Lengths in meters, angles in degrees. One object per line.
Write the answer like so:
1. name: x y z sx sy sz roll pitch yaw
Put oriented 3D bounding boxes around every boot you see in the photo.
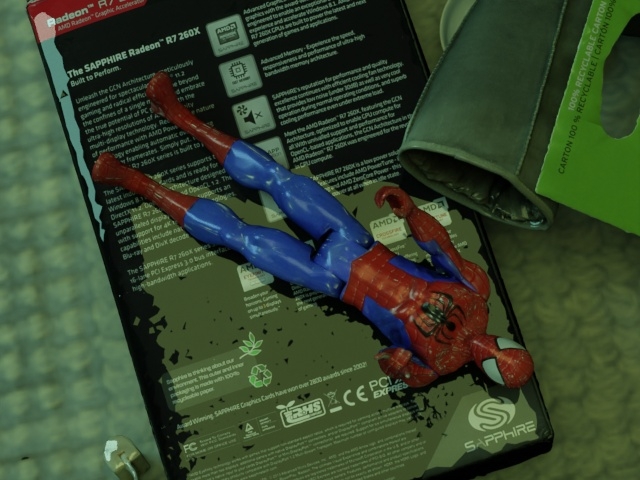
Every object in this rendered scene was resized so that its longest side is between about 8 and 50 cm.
1. boot: 0.158 -0.100 1.201 0.189 0.076 0.208 18 55 -3

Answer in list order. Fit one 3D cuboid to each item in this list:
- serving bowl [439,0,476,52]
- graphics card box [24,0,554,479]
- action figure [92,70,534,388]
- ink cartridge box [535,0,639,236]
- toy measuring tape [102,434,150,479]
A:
1. serving bowl: 0.119 -0.133 1.279 0.083 0.027 0.083 -1 77 4
2. graphics card box: -0.020 -0.009 1.232 0.232 0.094 0.371 -19 76 0
3. action figure: 0.000 0.000 1.115 0.280 0.139 0.091 32 84 8
4. ink cartridge box: 0.277 -0.068 1.144 0.255 0.097 0.189 21 79 -14
5. toy measuring tape: -0.162 0.280 1.180 0.121 0.121 0.330 -3 67 5
